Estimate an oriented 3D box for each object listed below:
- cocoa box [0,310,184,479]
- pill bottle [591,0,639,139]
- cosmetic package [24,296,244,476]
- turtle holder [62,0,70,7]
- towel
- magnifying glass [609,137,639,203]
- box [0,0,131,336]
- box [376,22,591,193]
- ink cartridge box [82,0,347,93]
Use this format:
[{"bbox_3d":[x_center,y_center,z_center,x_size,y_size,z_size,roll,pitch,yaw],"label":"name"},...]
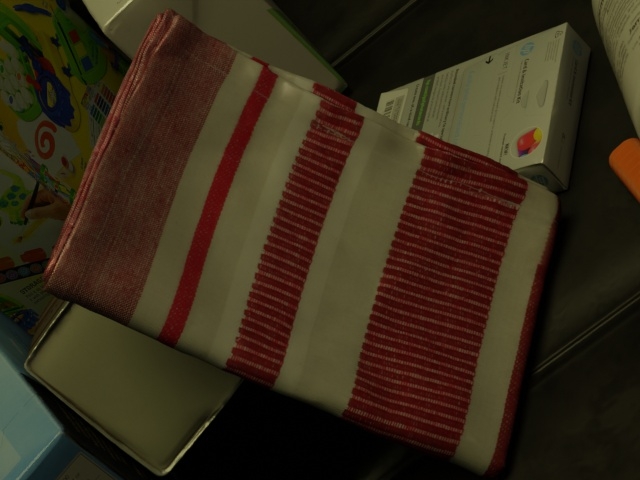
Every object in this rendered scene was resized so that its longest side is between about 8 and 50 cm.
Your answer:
[{"bbox_3d":[-0.241,0.209,1.475,0.231,0.228,0.347,-49,33,-2],"label":"cocoa box"},{"bbox_3d":[0.257,-0.156,1.378,0.131,0.131,0.229,-34,34,20],"label":"pill bottle"},{"bbox_3d":[-0.125,0.057,1.489,0.153,0.129,0.296,-52,8,-2],"label":"cosmetic package"},{"bbox_3d":[-0.372,-0.240,2.058,0.320,0.243,0.227,115,149,-56],"label":"turtle holder"},{"bbox_3d":[0.000,0.000,1.351,0.037,0.329,0.237,-52,17,55],"label":"towel"},{"bbox_3d":[0.248,-0.004,1.330,0.092,0.026,0.231,-42,35,9],"label":"magnifying glass"},{"bbox_3d":[-0.289,-0.083,1.796,0.177,0.279,0.290,-32,35,22],"label":"box"},{"bbox_3d":[0.115,-0.079,1.548,0.186,0.038,0.145,-20,42,37],"label":"box"},{"bbox_3d":[-0.132,-0.226,1.832,0.119,0.207,0.353,-45,31,5],"label":"ink cartridge box"}]
